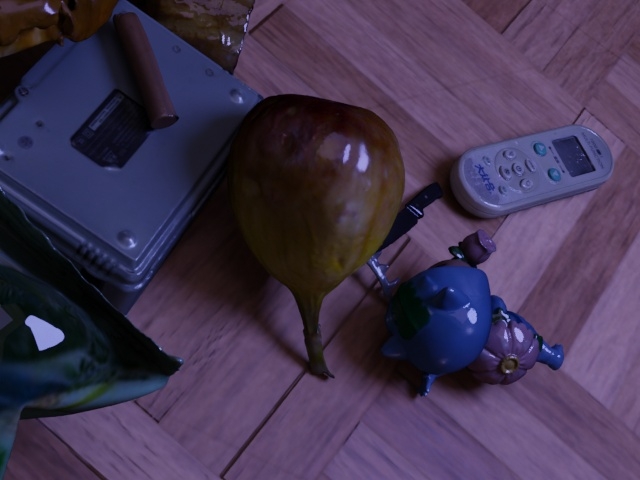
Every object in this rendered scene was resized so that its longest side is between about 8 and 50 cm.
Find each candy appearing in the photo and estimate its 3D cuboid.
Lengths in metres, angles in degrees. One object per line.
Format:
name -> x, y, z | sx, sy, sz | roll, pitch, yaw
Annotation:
candy -> -0.308, 0.144, 0.757 | 0.263, 0.172, 0.398 | 38, 65, 3

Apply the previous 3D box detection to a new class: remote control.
remote control -> 0.231, -0.075, 1.221 | 0.221, 0.042, 0.078 | -15, 69, -33

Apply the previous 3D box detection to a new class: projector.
projector -> -0.183, -0.081, 0.982 | 0.192, 0.099, 0.257 | 34, 52, -3

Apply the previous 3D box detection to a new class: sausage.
sausage -> -0.152, -0.148, 0.961 | 0.026, 0.026, 0.116 | -10, 66, -31

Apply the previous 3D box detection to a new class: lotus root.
lotus root -> -0.118, -0.232, 1.099 | 0.135, 0.095, 0.159 | 9, 42, -20

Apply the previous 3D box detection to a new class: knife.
knife -> 0.084, -0.021, 1.113 | 0.023, 0.010, 0.170 | 49, 39, 2

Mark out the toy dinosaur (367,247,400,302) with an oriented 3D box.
toy dinosaur -> 0.010, -0.016, 1.078 | 0.209, 0.039, 0.082 | 47, 50, -1

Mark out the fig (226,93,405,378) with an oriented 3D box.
fig -> 0.000, 0.000, 0.983 | 0.159, 0.159, 0.257 | -10, 106, -31

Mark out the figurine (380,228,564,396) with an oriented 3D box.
figurine -> 0.140, 0.072, 1.060 | 0.178, 0.114, 0.145 | 25, 46, -26

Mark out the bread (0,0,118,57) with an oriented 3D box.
bread -> -0.317, -0.307, 0.908 | 0.336, 0.204, 0.358 | -27, 98, -48
